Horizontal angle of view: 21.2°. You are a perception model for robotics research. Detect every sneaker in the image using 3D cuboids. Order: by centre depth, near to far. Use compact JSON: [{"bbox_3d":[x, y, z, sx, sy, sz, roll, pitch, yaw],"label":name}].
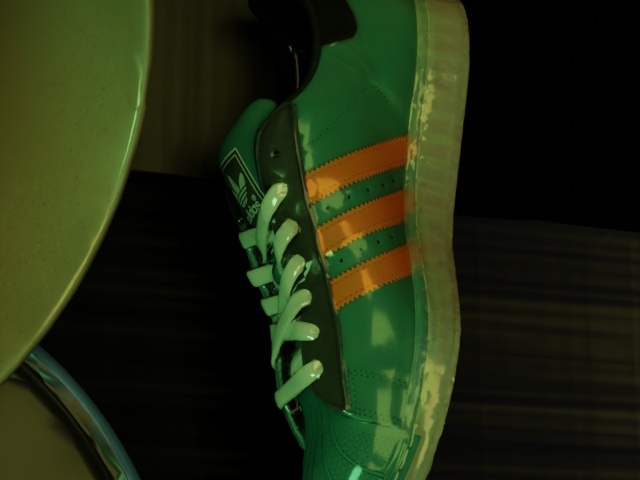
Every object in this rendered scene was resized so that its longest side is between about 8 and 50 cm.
[{"bbox_3d":[0.000,0.000,0.864,0.121,0.108,0.302,12,65,-17],"label":"sneaker"}]

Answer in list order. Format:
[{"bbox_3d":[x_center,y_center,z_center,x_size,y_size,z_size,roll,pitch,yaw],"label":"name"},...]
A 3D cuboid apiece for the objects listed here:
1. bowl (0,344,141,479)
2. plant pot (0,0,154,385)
[{"bbox_3d":[-0.246,0.183,0.737,0.391,0.077,0.391,5,75,-19],"label":"bowl"},{"bbox_3d":[-0.251,-0.079,0.673,0.274,0.256,0.256,21,65,24],"label":"plant pot"}]
